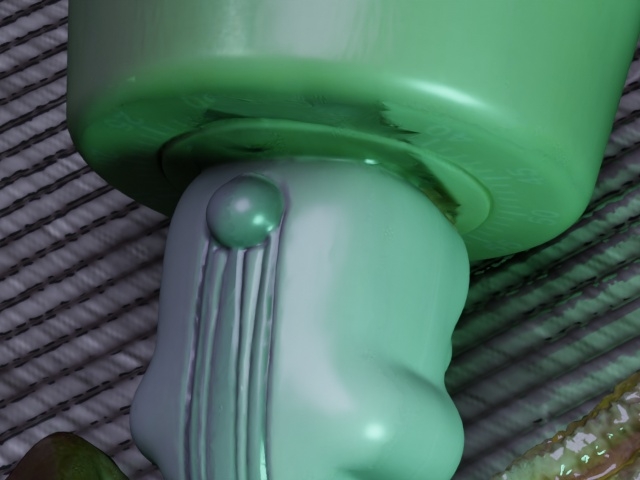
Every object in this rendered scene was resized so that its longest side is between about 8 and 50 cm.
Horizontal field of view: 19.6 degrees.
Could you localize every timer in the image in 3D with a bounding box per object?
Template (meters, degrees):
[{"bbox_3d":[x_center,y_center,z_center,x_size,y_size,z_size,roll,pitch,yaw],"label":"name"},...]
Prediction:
[{"bbox_3d":[0.000,0.000,0.889,0.290,0.291,0.315,4,73,12],"label":"timer"}]

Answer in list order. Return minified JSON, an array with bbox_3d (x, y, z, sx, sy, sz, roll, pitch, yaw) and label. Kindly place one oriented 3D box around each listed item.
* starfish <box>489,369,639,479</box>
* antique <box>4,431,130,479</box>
[{"bbox_3d":[0.205,0.017,0.778,0.398,0.132,0.384,-52,25,13],"label":"starfish"},{"bbox_3d":[-0.101,0.200,0.824,0.121,0.143,0.257,-35,47,10],"label":"antique"}]
